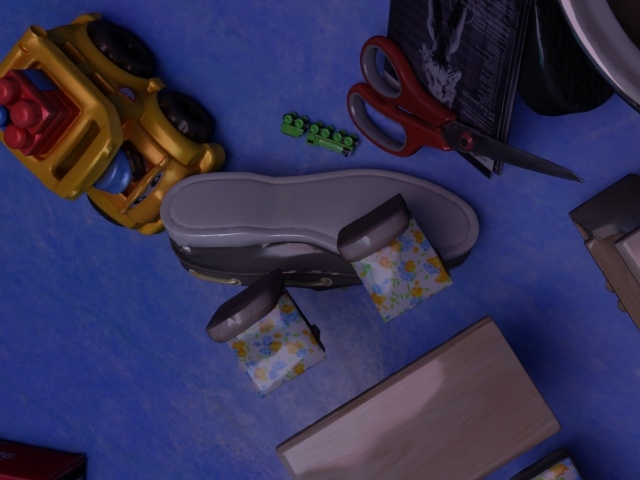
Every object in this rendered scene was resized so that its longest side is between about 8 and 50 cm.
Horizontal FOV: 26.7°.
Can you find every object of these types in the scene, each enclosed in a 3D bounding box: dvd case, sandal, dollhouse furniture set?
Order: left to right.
[{"bbox_3d":[0.116,-0.184,1.181,0.164,0.018,0.221,45,146,36],"label":"dvd case"},{"bbox_3d":[0.155,0.127,1.117,0.394,0.256,0.362,-33,96,6],"label":"dollhouse furniture set"},{"bbox_3d":[0.163,-0.327,1.165,0.107,0.167,0.446,1,101,47],"label":"sandal"}]

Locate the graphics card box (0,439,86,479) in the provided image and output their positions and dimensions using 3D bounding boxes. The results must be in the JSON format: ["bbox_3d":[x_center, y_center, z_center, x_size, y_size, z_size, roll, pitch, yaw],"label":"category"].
[{"bbox_3d":[-0.387,0.410,1.520,0.232,0.094,0.371,7,102,19],"label":"graphics card box"}]

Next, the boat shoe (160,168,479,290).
[{"bbox_3d":[0.001,-0.004,1.307,0.305,0.109,0.091,3,141,8],"label":"boat shoe"}]

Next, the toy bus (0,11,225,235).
[{"bbox_3d":[-0.230,-0.107,1.314,0.220,0.211,0.149,46,109,7],"label":"toy bus"}]

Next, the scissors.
[{"bbox_3d":[0.122,-0.087,1.208,0.297,0.021,0.109,40,135,37],"label":"scissors"}]

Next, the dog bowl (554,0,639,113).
[{"bbox_3d":[0.363,-0.263,1.048,0.407,0.150,0.408,0,96,3],"label":"dog bowl"}]

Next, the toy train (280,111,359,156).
[{"bbox_3d":[-0.001,-0.104,1.331,0.083,0.017,0.024,22,115,16],"label":"toy train"}]
